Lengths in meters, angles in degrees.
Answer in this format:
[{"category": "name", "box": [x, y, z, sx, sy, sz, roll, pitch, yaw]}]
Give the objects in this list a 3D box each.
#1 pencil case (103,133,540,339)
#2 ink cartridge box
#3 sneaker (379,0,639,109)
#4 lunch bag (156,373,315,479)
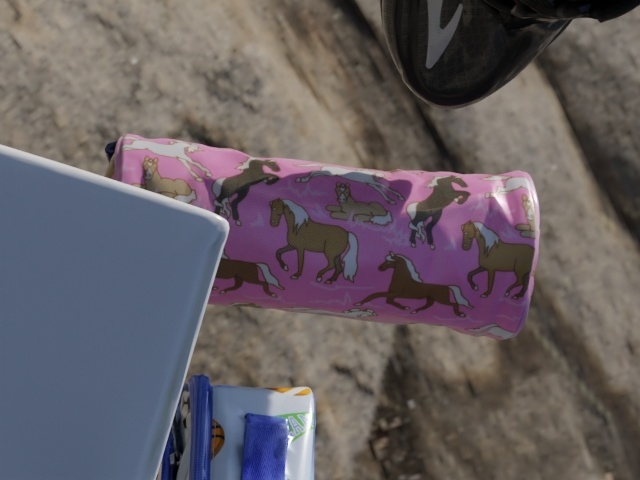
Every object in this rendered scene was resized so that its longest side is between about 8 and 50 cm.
[{"category": "pencil case", "box": [0.000, 0.000, 1.323, 0.386, 0.160, 0.167, 5, 35, -4]}, {"category": "ink cartridge box", "box": [-0.147, 0.020, 0.623, 0.197, 0.273, 0.114, 17, 86, -4]}, {"category": "sneaker", "box": [0.161, -0.240, 1.106, 0.185, 0.483, 0.202, 32, 54, -5]}, {"category": "lunch bag", "box": [-0.068, 0.243, 1.010, 0.115, 0.243, 0.303, 7, 48, -10]}]
